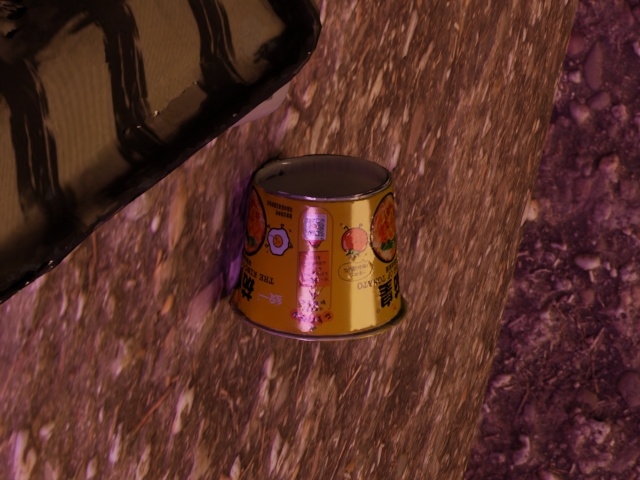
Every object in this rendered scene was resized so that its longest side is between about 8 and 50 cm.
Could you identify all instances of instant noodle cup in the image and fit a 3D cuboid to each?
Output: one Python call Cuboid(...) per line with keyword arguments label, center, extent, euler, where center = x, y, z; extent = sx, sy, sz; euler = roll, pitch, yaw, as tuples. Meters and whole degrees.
Cuboid(label="instant noodle cup", center=(0.000, 0.000, 1.676), extent=(0.182, 0.182, 0.144), euler=(-42, 138, -60))

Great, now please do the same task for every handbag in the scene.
Cuboid(label="handbag", center=(-0.207, -0.017, 0.705), extent=(0.162, 0.325, 0.327), euler=(55, 39, -12))

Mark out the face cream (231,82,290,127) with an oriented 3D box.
Cuboid(label="face cream", center=(-0.106, -0.119, 1.330), extent=(0.269, 0.082, 0.082), euler=(-29, 135, -66))
